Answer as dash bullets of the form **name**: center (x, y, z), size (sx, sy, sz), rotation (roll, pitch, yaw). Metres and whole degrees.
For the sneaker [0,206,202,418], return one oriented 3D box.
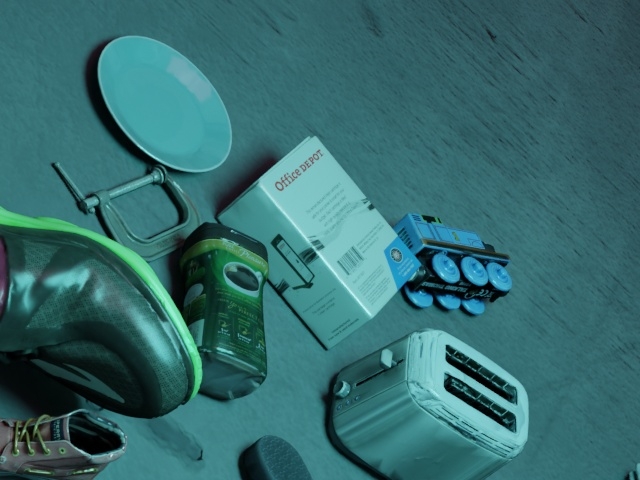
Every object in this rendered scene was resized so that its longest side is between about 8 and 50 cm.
- **sneaker**: center (-0.335, 0.052, 1.695), size (0.483, 0.185, 0.202), rotation (29, 46, -13)

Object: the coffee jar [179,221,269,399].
- **coffee jar**: center (-0.104, 0.071, 1.986), size (0.096, 0.079, 0.184), rotation (26, 45, -28)

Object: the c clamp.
- **c clamp**: center (-0.198, -0.043, 2.028), size (0.161, 0.022, 0.137), rotation (-18, 74, -52)

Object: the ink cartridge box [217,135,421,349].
- **ink cartridge box**: center (0.000, 0.000, 2.152), size (0.203, 0.086, 0.148), rotation (50, 37, -2)

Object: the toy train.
- **toy train**: center (0.161, 0.028, 2.313), size (0.184, 0.080, 0.105), rotation (9, 48, -43)

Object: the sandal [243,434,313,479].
- **sandal**: center (-0.017, 0.319, 1.909), size (0.097, 0.054, 0.254), rotation (21, 37, -45)

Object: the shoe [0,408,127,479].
- **shoe**: center (-0.267, 0.182, 1.717), size (0.178, 0.081, 0.063), rotation (19, 48, -37)

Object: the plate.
- **plate**: center (-0.182, -0.152, 2.133), size (0.188, 0.024, 0.188), rotation (29, 41, -29)

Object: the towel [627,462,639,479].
- **towel**: center (0.492, 0.435, 2.292), size (0.329, 0.037, 0.237), rotation (48, 12, -5)

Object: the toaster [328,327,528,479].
- **toaster**: center (0.130, 0.198, 2.078), size (0.227, 0.146, 0.129), rotation (34, 41, -23)
